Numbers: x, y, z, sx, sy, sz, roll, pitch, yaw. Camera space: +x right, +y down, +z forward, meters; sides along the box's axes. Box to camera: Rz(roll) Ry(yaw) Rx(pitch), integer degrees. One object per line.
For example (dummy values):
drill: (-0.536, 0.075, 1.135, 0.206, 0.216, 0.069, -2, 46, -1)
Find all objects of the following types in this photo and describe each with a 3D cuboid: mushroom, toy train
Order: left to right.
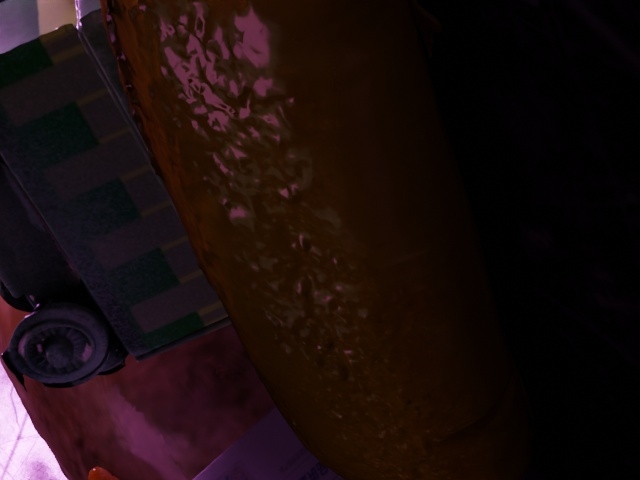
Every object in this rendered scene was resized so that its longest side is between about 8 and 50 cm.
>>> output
toy train: (-0.164, -0.035, 0.772, 0.120, 0.202, 0.301, -112, -3, -53)
mushroom: (-0.146, 0.111, 0.986, 0.397, 0.224, 0.313, 57, 165, -14)

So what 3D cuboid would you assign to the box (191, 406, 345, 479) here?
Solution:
box: (-0.021, 0.196, 0.763, 0.097, 0.265, 0.168, 41, 159, 25)

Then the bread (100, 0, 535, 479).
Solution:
bread: (0.000, 0.000, 0.560, 0.166, 0.112, 0.384, 36, 157, 43)

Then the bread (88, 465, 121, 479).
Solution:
bread: (-0.158, 0.224, 0.897, 0.109, 0.062, 0.043, 21, 123, 30)
